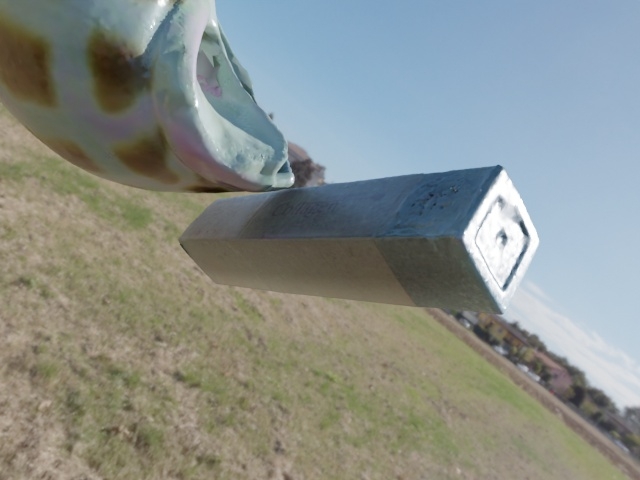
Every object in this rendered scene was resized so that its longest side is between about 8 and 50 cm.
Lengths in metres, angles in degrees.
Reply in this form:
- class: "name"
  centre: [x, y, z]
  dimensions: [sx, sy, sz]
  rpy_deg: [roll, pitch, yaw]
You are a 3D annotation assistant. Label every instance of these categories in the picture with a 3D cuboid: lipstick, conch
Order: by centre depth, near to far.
- class: "lipstick"
  centre: [0.000, 0.000, 0.434]
  dimensions: [0.317, 0.066, 0.068]
  rpy_deg: [0, -45, 48]
- class: "conch"
  centre: [-0.165, -0.182, 0.450]
  dimensions: [0.249, 0.197, 0.368]
  rpy_deg: [27, 42, -68]
